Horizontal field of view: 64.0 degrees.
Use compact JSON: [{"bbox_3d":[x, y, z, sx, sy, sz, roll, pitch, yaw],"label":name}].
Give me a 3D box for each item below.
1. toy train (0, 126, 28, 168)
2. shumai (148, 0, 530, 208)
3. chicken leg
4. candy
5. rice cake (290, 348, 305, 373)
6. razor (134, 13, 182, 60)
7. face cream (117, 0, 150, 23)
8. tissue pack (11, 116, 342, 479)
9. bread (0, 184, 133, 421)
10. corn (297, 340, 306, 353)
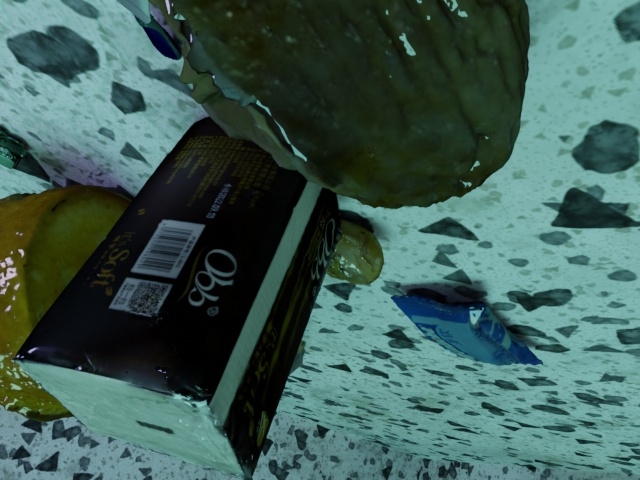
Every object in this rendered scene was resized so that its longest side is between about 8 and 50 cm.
[{"bbox_3d":[-0.536,-0.164,0.801,0.148,0.038,0.071,31,152,-28],"label":"toy train"},{"bbox_3d":[-0.005,-0.175,0.419,0.346,0.217,0.283,39,180,-15],"label":"shumai"},{"bbox_3d":[0.001,-0.002,0.788,0.207,0.085,0.101,27,167,-2],"label":"chicken leg"},{"bbox_3d":[0.289,0.182,0.984,0.187,0.077,0.331,-2,148,44],"label":"candy"},{"bbox_3d":[-0.111,0.330,1.319,0.072,0.056,0.365,8,-179,11],"label":"rice cake"},{"bbox_3d":[-0.175,-0.230,0.492,0.044,0.028,0.154,6,151,17],"label":"razor"},{"bbox_3d":[-0.167,-0.268,0.364,0.114,0.070,0.224,42,151,2],"label":"face cream"},{"bbox_3d":[-0.118,0.043,0.573,0.210,0.370,0.198,12,139,13],"label":"tissue pack"},{"bbox_3d":[-0.409,0.084,0.858,0.215,0.398,0.398,-12,144,23],"label":"bread"},{"bbox_3d":[-0.206,0.217,1.256,0.346,0.130,0.130,14,153,8],"label":"corn"}]
